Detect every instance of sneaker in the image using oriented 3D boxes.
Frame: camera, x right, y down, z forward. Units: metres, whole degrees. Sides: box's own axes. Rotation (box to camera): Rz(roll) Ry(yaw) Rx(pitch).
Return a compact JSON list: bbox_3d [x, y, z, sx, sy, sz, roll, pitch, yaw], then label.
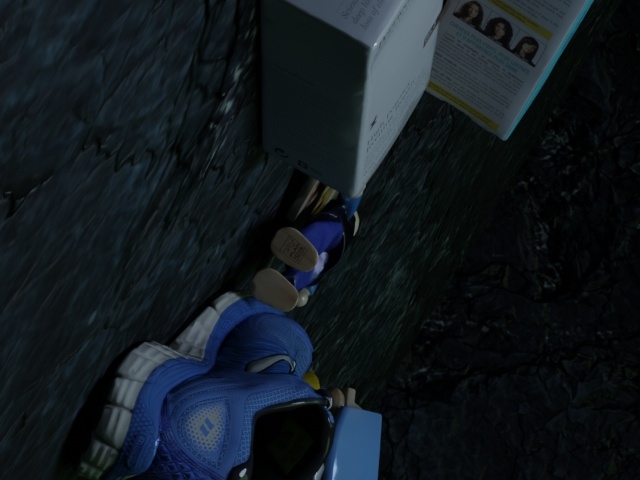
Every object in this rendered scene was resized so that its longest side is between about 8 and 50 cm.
[{"bbox_3d":[-0.060,0.135,1.293,0.130,0.147,0.330,-64,171,17],"label":"sneaker"}]

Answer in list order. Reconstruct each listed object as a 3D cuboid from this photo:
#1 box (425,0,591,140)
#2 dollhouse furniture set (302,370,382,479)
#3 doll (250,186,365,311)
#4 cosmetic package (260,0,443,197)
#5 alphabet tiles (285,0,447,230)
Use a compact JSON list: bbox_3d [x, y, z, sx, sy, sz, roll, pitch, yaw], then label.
[{"bbox_3d":[0.158,-0.190,1.379,0.060,0.100,0.244,-53,174,-34],"label":"box"},{"bbox_3d":[-0.121,0.265,1.544,0.286,0.198,0.303,-8,-110,48],"label":"dollhouse furniture set"},{"bbox_3d":[0.000,0.000,1.420,0.129,0.046,0.189,-63,172,17],"label":"doll"},{"bbox_3d":[0.022,-0.133,1.146,0.117,0.085,0.231,-59,171,-18],"label":"cosmetic package"},{"bbox_3d":[0.076,-0.146,1.501,0.285,0.011,0.342,-58,173,34],"label":"alphabet tiles"}]
